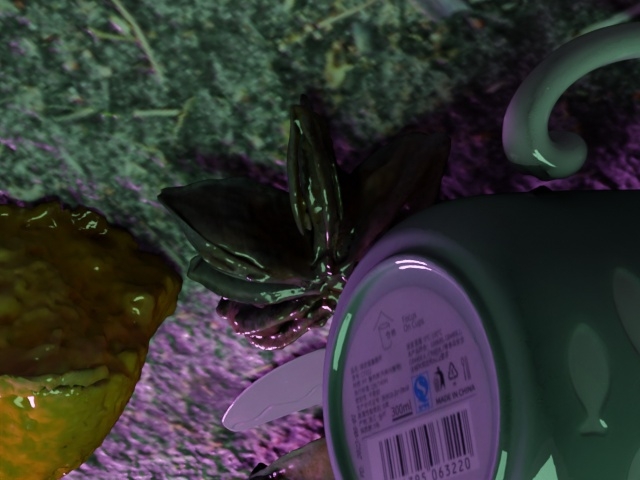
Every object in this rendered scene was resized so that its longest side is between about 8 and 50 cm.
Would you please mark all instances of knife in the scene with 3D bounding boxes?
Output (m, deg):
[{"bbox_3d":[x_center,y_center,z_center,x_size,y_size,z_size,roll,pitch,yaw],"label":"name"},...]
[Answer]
[{"bbox_3d":[0.020,0.095,1.425,0.244,0.032,0.058,-18,133,26],"label":"knife"}]

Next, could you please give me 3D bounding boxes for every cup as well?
[{"bbox_3d":[0.167,0.046,1.174,0.274,0.259,0.357,-1,99,-33],"label":"cup"}]

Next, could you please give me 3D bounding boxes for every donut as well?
[{"bbox_3d":[-0.336,0.050,1.312,0.435,0.163,0.377,35,129,-27],"label":"donut"}]

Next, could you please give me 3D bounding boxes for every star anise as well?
[{"bbox_3d":[0.000,0.000,1.291,0.229,0.093,0.236,19,137,-20],"label":"star anise"}]

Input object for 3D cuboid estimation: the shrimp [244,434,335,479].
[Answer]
[{"bbox_3d":[0.068,0.197,1.498,0.262,0.051,0.198,-22,129,17],"label":"shrimp"}]
